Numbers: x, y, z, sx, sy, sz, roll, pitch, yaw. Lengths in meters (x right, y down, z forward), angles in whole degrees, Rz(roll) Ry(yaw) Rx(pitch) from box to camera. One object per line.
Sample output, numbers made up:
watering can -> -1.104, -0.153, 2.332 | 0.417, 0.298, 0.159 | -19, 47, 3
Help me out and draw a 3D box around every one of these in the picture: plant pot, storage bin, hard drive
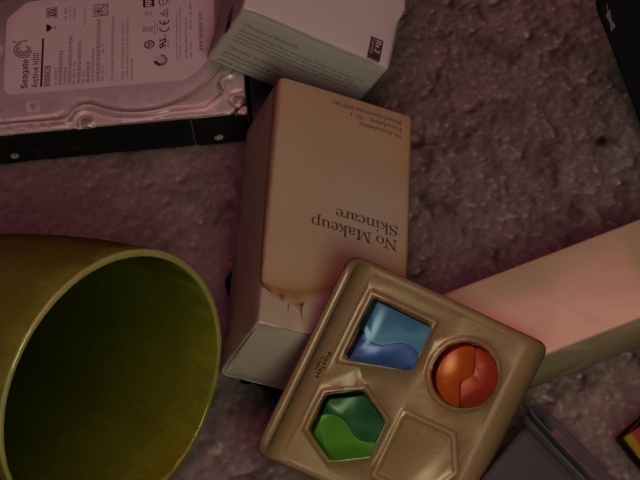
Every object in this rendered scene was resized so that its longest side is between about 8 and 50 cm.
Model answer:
plant pot -> -0.296, 0.101, 1.699 | 0.293, 0.275, 0.275 | 20, 61, 39
storage bin -> 0.227, 0.241, 1.660 | 0.091, 0.098, 0.135 | -47, 63, 10
hard drive -> -0.252, -0.211, 1.981 | 0.339, 0.064, 0.237 | -5, 58, 3

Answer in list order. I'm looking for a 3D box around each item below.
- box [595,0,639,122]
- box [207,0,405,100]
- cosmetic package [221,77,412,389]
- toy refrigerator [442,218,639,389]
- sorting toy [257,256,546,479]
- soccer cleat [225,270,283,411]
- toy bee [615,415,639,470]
box -> 0.573, -0.251, 1.659 | 0.472, 0.480, 0.297 | -17, 81, -6
box -> -0.011, -0.267, 1.924 | 0.182, 0.119, 0.181 | 21, 58, -16
cosmetic package -> 0.000, 0.000, 1.761 | 0.160, 0.113, 0.309 | 15, 52, -17
toy refrigerator -> 0.232, 0.082, 1.749 | 0.269, 0.094, 0.102 | -21, 64, -6
sorting toy -> 0.061, 0.195, 1.638 | 0.229, 0.041, 0.307 | 25, 94, -16
soccer cleat -> -0.062, 0.105, 1.773 | 0.072, 0.060, 0.179 | -22, 62, -23
toy bee -> 0.417, 0.105, 1.661 | 0.195, 0.162, 0.298 | 30, 72, -2
